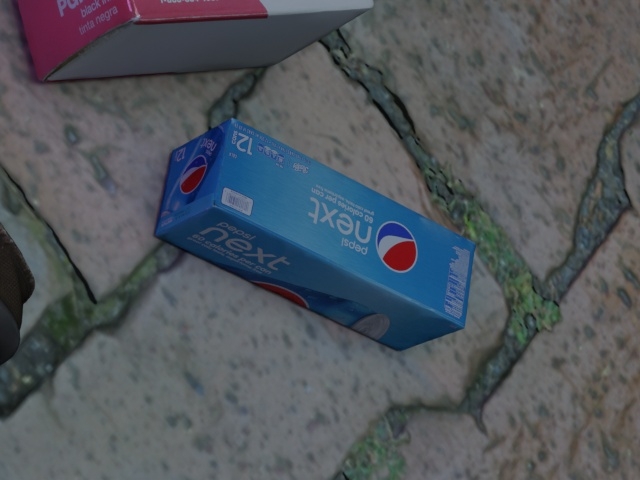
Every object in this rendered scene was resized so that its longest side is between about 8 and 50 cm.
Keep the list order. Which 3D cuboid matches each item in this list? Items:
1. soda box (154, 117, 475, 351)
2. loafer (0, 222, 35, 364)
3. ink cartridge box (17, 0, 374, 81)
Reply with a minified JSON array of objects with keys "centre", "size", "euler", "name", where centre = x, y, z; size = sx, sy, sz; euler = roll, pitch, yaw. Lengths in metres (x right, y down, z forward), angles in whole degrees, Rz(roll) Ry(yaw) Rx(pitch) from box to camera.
[{"centre":[0.000,0.000,1.311],"size":[0.210,0.071,0.067],"euler":[27,59,-29],"name":"soda box"},{"centre":[-0.268,-0.090,1.084],"size":[0.366,0.134,0.130],"euler":[54,49,-10],"name":"loafer"},{"centre":[-0.109,-0.257,1.291],"size":[0.207,0.117,0.283],"euler":[-9,79,-41],"name":"ink cartridge box"}]
